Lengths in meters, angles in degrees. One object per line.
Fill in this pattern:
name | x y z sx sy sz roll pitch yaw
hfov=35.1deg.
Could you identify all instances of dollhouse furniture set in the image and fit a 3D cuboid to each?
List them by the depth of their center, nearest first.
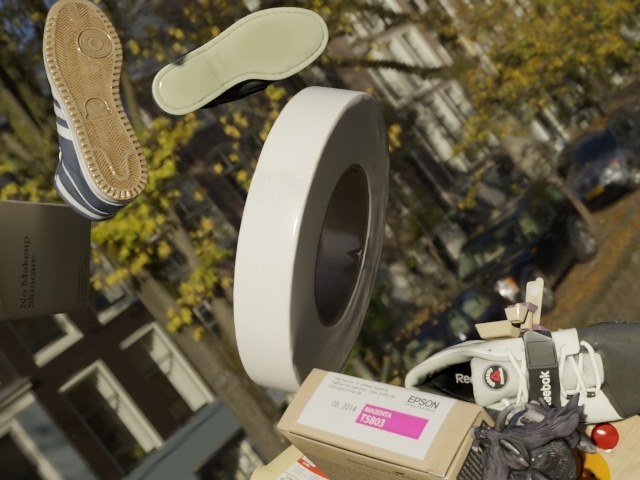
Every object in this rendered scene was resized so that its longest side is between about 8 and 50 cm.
dollhouse furniture set | 0.254 0.088 1.387 0.114 0.091 0.081 -14 60 46

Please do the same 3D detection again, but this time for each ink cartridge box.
ink cartridge box | 0.101 0.236 1.066 0.235 0.193 0.088 7 55 45

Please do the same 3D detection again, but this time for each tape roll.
tape roll | 0.000 0.000 1.268 0.072 0.391 0.392 9 18 17

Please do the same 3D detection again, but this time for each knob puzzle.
knob puzzle | -0.018 0.348 1.294 0.213 0.030 0.213 -7 38 6

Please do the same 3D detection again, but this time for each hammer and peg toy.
hammer and peg toy | 0.404 0.300 1.503 0.361 0.266 0.127 -58 -12 5

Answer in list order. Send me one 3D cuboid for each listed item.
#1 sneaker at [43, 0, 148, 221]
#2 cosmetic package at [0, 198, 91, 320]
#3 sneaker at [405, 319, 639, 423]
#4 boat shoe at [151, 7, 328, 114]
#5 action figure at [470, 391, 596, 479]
sneaker | -0.306 -0.160 1.310 0.099 0.282 0.153 -11 -13 -27
cosmetic package | -0.428 0.024 1.340 0.113 0.160 0.309 2 1 15
sneaker | 0.252 0.168 1.200 0.331 0.122 0.146 -14 -8 34
boat shoe | -0.149 -0.313 1.799 0.340 0.127 0.113 -33 12 -16
action figure | 0.192 0.233 0.917 0.164 0.275 0.141 -48 30 -16
